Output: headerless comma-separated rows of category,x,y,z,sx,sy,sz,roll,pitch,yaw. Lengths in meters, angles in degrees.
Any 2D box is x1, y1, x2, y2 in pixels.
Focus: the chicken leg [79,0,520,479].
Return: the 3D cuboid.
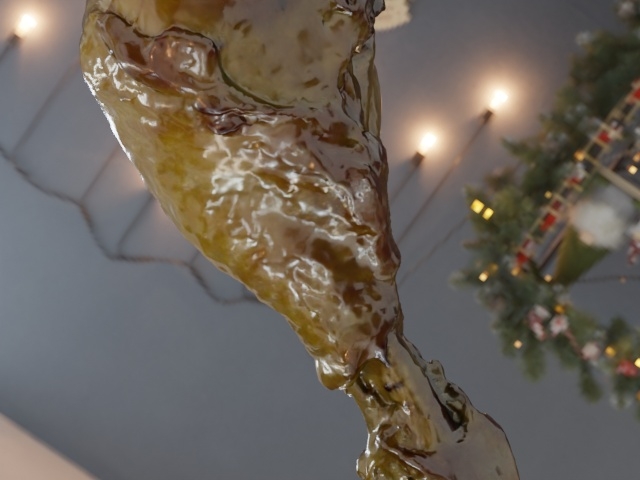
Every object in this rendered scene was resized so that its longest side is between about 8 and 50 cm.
chicken leg,-0.001,0.000,0.416,0.087,0.107,0.252,-15,102,55
